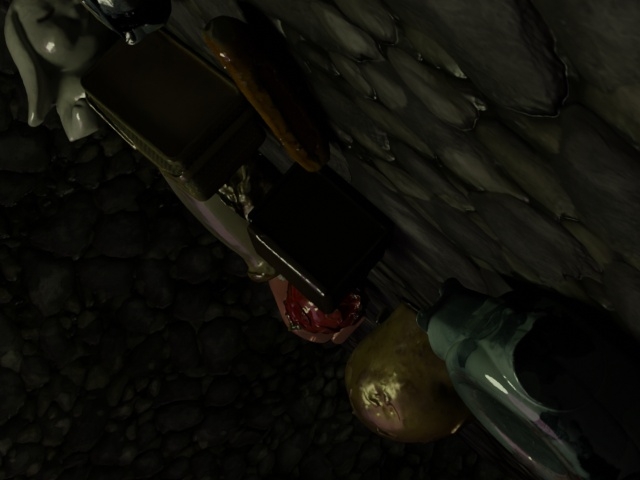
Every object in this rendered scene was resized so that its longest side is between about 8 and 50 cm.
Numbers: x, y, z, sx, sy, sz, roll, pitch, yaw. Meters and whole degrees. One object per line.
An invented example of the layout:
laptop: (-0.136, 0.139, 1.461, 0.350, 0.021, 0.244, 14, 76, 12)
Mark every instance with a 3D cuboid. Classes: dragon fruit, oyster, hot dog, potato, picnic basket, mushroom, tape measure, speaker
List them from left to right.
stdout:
picnic basket: (-0.231, -0.204, 1.461, 0.266, 0.165, 0.139, 39, 170, 24)
mushroom: (-0.212, -0.091, 1.941, 0.154, 0.137, 0.407, -24, 107, 35)
oyster: (-0.131, -0.119, 1.785, 0.396, 0.111, 0.204, 42, -170, -3)
hot dog: (-0.056, -0.171, 1.123, 0.088, 0.061, 0.286, 42, 175, 28)
speaker: (0.000, 0.000, 1.466, 0.192, 0.153, 0.231, 42, 173, 9)
dragon fruit: (0.012, 0.125, 2.065, 0.209, 0.172, 0.172, -13, 138, 30)
potato: (0.189, 0.301, 1.885, 0.301, 0.237, 0.288, 47, 171, -35)
tape measure: (0.267, 0.169, 1.079, 0.275, 0.147, 0.256, 49, 169, -19)

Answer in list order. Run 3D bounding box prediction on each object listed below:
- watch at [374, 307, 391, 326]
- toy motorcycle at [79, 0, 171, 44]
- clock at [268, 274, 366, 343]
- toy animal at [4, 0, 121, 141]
watch: (0.235, 0.281, 2.176, 0.164, 0.102, 0.268, 22, 150, 52)
toy motorcycle: (-0.271, -0.341, 1.156, 0.173, 0.108, 0.307, 31, 168, 18)
clock: (-0.038, 0.128, 2.310, 0.227, 0.142, 0.241, 26, -158, -46)
toy animal: (-0.438, -0.331, 1.641, 0.206, 0.272, 0.265, -9, 119, 49)
